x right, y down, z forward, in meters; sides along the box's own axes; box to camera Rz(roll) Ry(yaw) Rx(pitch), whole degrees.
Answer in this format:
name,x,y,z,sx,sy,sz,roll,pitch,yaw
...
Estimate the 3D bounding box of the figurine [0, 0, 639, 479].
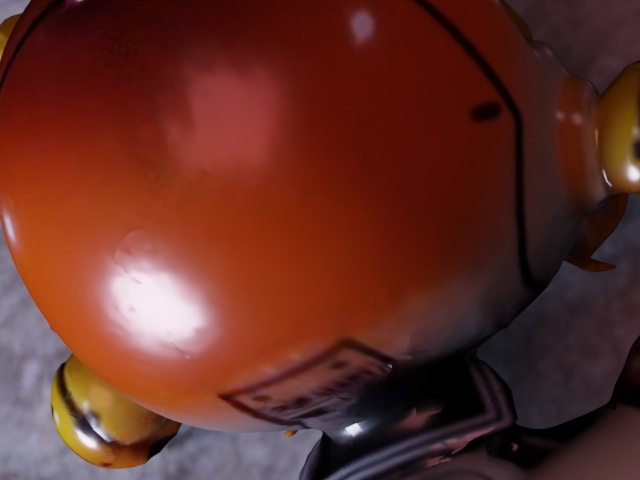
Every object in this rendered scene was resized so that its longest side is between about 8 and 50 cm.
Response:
name,x,y,z,sx,sy,sz,roll,pitch,yaw
figurine,-0.001,0.003,0.708,0.320,0.196,0.323,-29,91,24
